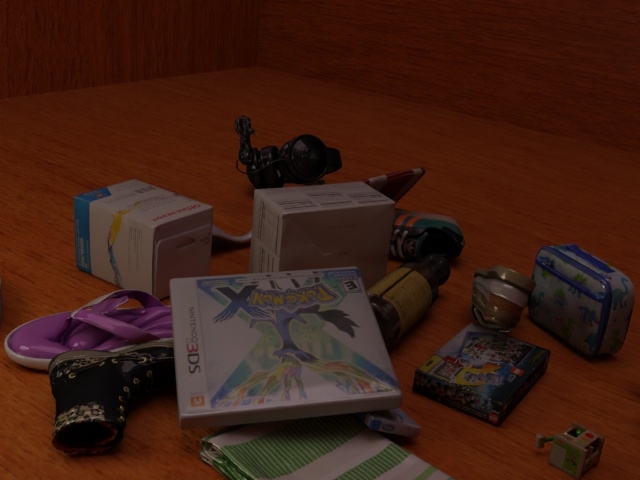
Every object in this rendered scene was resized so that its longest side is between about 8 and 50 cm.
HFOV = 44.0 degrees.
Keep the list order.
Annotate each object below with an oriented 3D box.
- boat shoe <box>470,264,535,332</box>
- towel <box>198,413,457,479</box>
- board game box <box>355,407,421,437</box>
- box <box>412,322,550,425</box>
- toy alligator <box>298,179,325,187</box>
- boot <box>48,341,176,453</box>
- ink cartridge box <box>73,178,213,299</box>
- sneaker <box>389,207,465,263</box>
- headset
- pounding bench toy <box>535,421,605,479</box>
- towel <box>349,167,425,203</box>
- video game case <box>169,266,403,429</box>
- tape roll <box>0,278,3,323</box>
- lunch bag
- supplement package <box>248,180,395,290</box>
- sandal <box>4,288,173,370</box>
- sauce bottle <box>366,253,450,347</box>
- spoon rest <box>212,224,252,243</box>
[{"bbox_3d":[0.335,0.118,1.528,0.113,0.103,0.302,25,-5,11],"label":"boat shoe"},{"bbox_3d":[0.021,0.321,1.103,0.325,0.038,0.248,24,28,39],"label":"towel"},{"bbox_3d":[0.095,0.269,1.219,0.090,0.020,0.090,16,8,-26],"label":"board game box"},{"bbox_3d":[0.285,0.227,1.387,0.159,0.044,0.233,19,25,30],"label":"box"},{"bbox_3d":[-0.059,-0.120,2.157,0.190,0.051,0.056,-21,6,-33],"label":"toy alligator"},{"bbox_3d":[-0.286,0.236,1.187,0.236,0.085,0.178,-1,27,-16],"label":"boot"},{"bbox_3d":[-0.364,-0.005,1.635,0.233,0.168,0.171,19,26,30],"label":"ink cartridge box"},{"bbox_3d":[0.191,-0.010,1.865,0.302,0.108,0.121,1,24,-2],"label":"sneaker"},{"bbox_3d":[-0.104,-0.234,2.163,0.243,0.185,0.394,-11,-3,29],"label":"headset"},{"bbox_3d":[0.375,0.308,1.198,0.065,0.052,0.083,-16,30,-43],"label":"pounding bench toy"},{"bbox_3d":[0.063,-0.088,1.875,0.329,0.237,0.037,-15,72,-30],"label":"towel"},{"bbox_3d":[-0.066,0.156,1.255,0.329,0.036,0.300,-3,39,-12],"label":"video game case"},{"bbox_3d":[-0.761,0.112,1.385,0.392,0.072,0.392,4,22,-2],"label":"tape roll"},{"bbox_3d":[0.503,0.110,1.553,0.090,0.176,0.219,-4,25,-24],"label":"lunch bag"},{"bbox_3d":[0.000,0.000,1.664,0.262,0.204,0.145,-6,26,-27],"label":"supplement package"},{"bbox_3d":[-0.332,0.134,1.388,0.416,0.102,0.169,-4,24,-22],"label":"sandal"},{"bbox_3d":[0.167,0.109,1.562,0.111,0.111,0.344,17,25,27],"label":"sauce bottle"},{"bbox_3d":[-0.244,-0.022,1.822,0.276,0.084,0.137,-15,1,-29],"label":"spoon rest"}]
